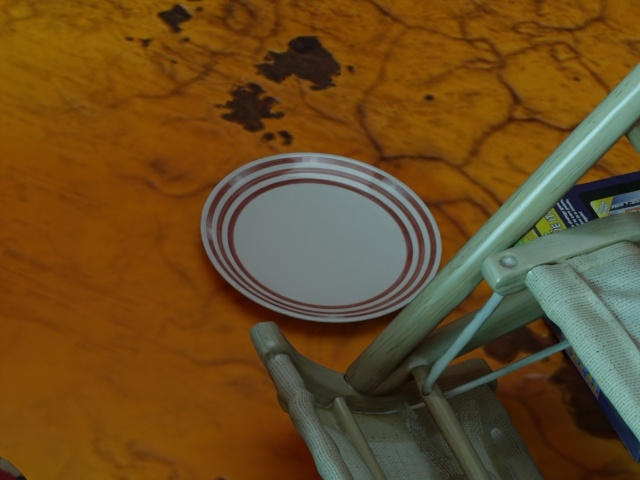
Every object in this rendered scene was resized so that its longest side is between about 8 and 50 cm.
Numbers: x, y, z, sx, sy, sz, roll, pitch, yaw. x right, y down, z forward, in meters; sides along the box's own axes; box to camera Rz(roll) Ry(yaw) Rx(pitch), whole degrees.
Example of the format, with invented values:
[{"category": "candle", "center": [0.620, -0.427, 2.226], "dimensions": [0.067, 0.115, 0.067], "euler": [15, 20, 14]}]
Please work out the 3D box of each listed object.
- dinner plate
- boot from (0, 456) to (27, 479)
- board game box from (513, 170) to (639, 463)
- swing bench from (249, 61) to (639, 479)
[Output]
[{"category": "dinner plate", "center": [0.000, 0.000, 1.027], "dimensions": [0.141, 0.017, 0.141], "euler": [5, 45, -5]}, {"category": "boot", "center": [-0.227, 0.051, 0.728], "dimensions": [0.284, 0.138, 0.377], "euler": [27, 57, 31]}, {"category": "board game box", "center": [0.203, 0.035, 1.005], "dimensions": [0.141, 0.048, 0.170], "euler": [-13, 49, -19]}, {"category": "swing bench", "center": [0.140, 0.097, 0.826], "dimensions": [0.255, 0.165, 0.253], "euler": [-36, 51, 10]}]
